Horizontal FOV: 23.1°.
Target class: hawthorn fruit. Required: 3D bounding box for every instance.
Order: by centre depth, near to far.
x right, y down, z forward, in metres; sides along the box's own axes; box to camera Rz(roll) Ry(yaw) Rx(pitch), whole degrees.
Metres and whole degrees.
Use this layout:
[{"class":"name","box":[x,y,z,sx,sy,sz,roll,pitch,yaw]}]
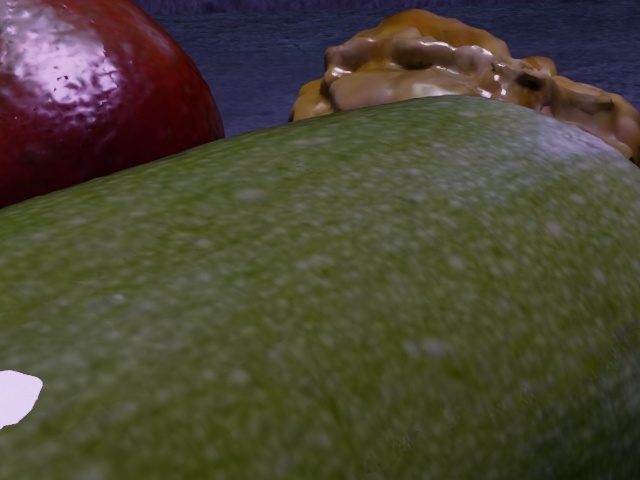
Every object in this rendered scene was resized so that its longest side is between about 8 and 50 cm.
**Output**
[{"class":"hawthorn fruit","box":[-0.196,-0.043,1.099,0.285,0.284,0.369,-15,41,-42]}]

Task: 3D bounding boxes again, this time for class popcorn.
[{"class":"popcorn","box":[0.127,-0.019,1.054,0.332,0.225,0.265,21,4,37]}]

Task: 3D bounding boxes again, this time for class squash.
[{"class":"squash","box":[-0.039,0.100,0.540,0.263,0.263,0.384,10,20,35]}]
